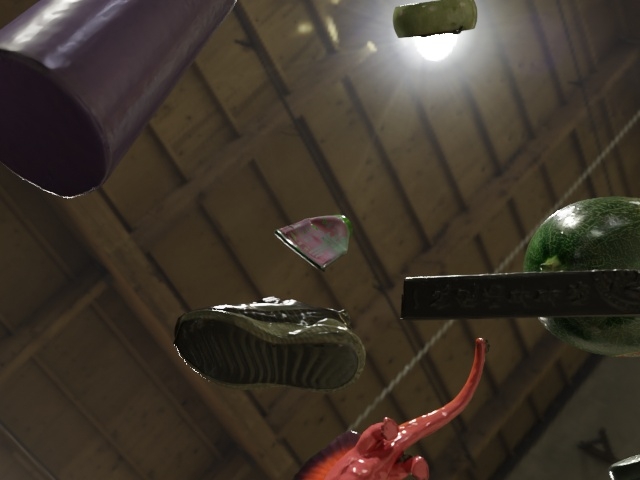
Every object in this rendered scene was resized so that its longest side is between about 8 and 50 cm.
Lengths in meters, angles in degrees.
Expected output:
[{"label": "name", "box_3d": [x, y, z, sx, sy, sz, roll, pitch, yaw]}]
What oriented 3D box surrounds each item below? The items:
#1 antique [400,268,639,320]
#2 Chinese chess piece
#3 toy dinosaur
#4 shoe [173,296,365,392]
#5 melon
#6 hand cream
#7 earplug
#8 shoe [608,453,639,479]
[{"label": "antique", "box_3d": [0.144, 0.036, 0.621, 0.015, 0.192, 0.031, 20, -111, -63]}, {"label": "Chinese chess piece", "box_3d": [0.113, -0.219, 0.923, 0.084, 0.084, 0.034, -17, -74, -35]}, {"label": "toy dinosaur", "box_3d": [0.041, 0.200, 0.875, 0.070, 0.139, 0.286, 49, -115, -12]}, {"label": "shoe", "box_3d": [-0.057, 0.115, 1.122, 0.227, 0.112, 0.099, 8, -65, 3]}, {"label": "melon", "box_3d": [0.332, 0.040, 1.038, 0.287, 0.182, 0.182, 6, -79, -35]}, {"label": "hand cream", "box_3d": [0.001, -0.001, 1.388, 0.275, 0.079, 0.050, -30, -48, -75]}, {"label": "earplug", "box_3d": [-0.254, -0.277, 1.240, 0.456, 0.215, 0.215, -59, -44, -39]}, {"label": "shoe", "box_3d": [0.369, 0.223, 0.873, 0.079, 0.195, 0.078, -7, -100, -56]}]
